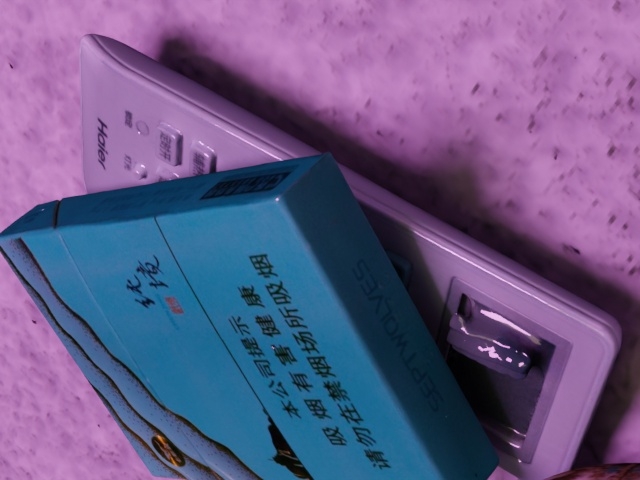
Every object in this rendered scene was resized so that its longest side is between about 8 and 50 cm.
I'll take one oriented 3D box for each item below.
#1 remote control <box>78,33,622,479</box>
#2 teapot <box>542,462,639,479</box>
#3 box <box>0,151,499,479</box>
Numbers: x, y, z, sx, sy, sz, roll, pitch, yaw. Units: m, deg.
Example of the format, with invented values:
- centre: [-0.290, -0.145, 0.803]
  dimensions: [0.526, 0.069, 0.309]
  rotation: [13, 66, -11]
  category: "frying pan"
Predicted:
- centre: [0.000, 0.001, 0.577]
  dimensions: [0.293, 0.051, 0.103]
  rotation: [32, 137, 24]
  category: "remote control"
- centre: [0.120, 0.189, 0.495]
  dimensions: [0.298, 0.139, 0.204]
  rotation: [7, 112, 35]
  category: "teapot"
- centre: [-0.043, 0.047, 0.585]
  dimensions: [0.226, 0.042, 0.161]
  rotation: [-5, 120, 48]
  category: "box"
